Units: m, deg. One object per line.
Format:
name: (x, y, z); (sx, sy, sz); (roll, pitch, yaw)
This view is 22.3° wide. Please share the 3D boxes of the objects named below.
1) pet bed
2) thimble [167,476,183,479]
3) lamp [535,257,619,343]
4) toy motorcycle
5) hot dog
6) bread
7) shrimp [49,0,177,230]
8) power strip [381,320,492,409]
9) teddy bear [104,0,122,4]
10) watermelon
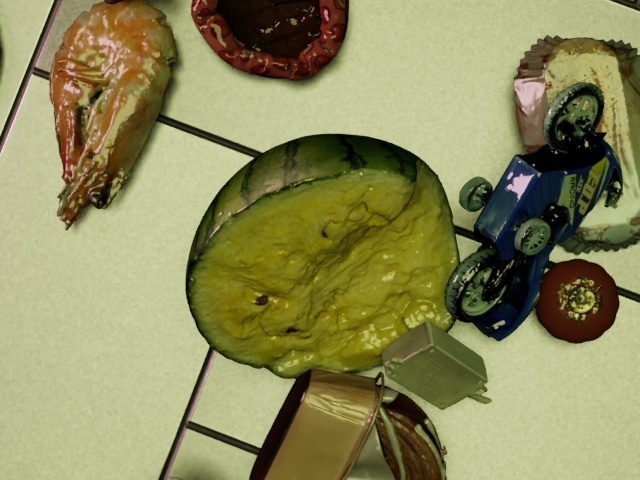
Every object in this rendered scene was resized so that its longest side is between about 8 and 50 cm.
pet bed: (-0.059, -0.287, 1.940); (0.201, 0.053, 0.201); (2, 105, 6)
thimble: (-0.190, 0.398, 1.833); (0.172, 0.205, 0.250); (43, 93, 4)
lamp: (0.300, 0.071, 1.905); (0.101, 0.090, 0.101); (0, 84, 0)
toy motorcycle: (0.251, -0.028, 1.832); (0.113, 0.169, 0.315); (40, 107, 41)
hot dog: (0.322, -0.117, 1.928); (0.162, 0.082, 0.271); (-11, 93, 9)
bread: (0.041, 0.262, 1.872); (0.211, 0.142, 0.224); (24, 102, -7)
shrimp: (-0.269, -0.154, 1.957); (0.154, 0.062, 0.294); (14, 81, 13)
power strip: (0.147, 0.155, 1.885); (0.075, 0.175, 0.042); (-35, 41, 24)
teddy bear: (-0.204, -0.336, 1.961); (0.160, 0.078, 0.119); (-40, 42, -15)
watermelon: (0.000, 0.000, 1.849); (0.330, 0.331, 0.189); (-4, 41, -4)
